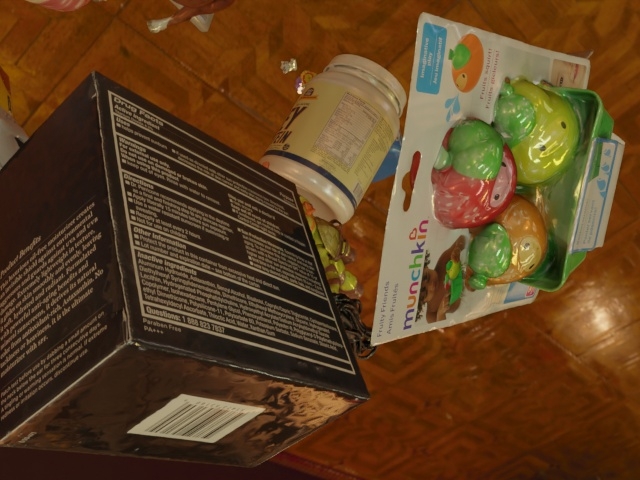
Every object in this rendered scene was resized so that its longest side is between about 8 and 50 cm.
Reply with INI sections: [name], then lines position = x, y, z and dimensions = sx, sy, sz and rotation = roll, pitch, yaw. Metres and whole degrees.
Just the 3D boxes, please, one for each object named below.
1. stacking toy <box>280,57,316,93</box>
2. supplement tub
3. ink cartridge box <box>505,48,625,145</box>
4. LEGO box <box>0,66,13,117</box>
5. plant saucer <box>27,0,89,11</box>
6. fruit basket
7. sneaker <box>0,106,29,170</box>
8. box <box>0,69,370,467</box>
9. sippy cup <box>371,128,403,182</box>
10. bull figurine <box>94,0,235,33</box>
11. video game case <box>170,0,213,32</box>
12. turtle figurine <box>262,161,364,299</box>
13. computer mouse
[stacking toy]
position = -0.058, -0.456, 2.138
dimensions = 0.052, 0.167, 0.221
rotation = -22, 128, -17
[supplement tub]
position = 0.031, -0.222, 1.494
dimensions = 0.235, 0.235, 0.325
rotation = 43, 70, -41
[ink cartridge box]
position = 0.325, -0.151, 1.076
dimensions = 0.130, 0.309, 0.272
rotation = 35, 98, -11
[LEGO box]
position = -0.723, -0.189, 1.225
dimensions = 0.193, 0.500, 0.372
rotation = -15, 158, -3
[plant saucer]
position = -0.606, -0.622, 1.374
dimensions = 0.332, 0.084, 0.332
rotation = 24, 141, 21
[fruit basket]
position = 0.201, -0.058, 0.750
dimensions = 0.353, 0.165, 0.327
rotation = -6, 108, -50
[sneaker]
position = -0.389, 0.031, 0.750
dimensions = 0.137, 0.210, 0.366
rotation = 1, 119, -10
[box]
position = -0.140, 0.046, 0.668
dimensions = 0.183, 0.294, 0.296
rotation = -36, 142, 24
[sippy cup]
position = 0.126, -0.290, 1.869
dimensions = 0.305, 0.224, 0.240
rotation = -9, 152, -16
[bull figurine]
position = -0.214, -0.389, 0.952
dimensions = 0.188, 0.101, 0.310
rotation = -15, 176, 11
[video game case]
position = -0.281, -0.576, 1.395
dimensions = 0.023, 0.193, 0.212
rotation = -2, 155, 34
[turtle figurine]
position = 0.000, 0.000, 1.061
dimensions = 0.087, 0.269, 0.217
rotation = -32, 147, 7
[computer mouse]
position = -0.056, 0.160, 0.911
dimensions = 0.272, 0.072, 0.188
rotation = -17, 149, 15
